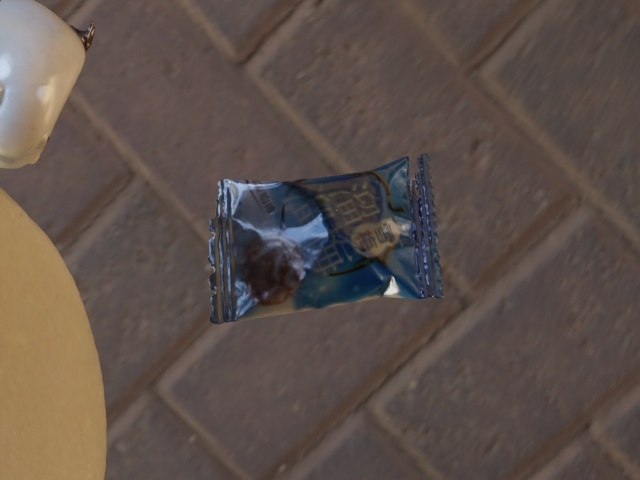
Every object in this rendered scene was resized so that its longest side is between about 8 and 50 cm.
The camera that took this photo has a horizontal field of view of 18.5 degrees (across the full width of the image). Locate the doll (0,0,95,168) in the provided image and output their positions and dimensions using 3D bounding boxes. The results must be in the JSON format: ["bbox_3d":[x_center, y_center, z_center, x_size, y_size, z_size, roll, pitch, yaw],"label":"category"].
[{"bbox_3d":[-0.234,-0.107,1.189,0.180,0.110,0.107,13,81,-13],"label":"doll"}]

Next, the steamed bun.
[{"bbox_3d":[-0.254,0.092,1.042,0.177,0.283,0.283,-13,104,28],"label":"steamed bun"}]

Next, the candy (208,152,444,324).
[{"bbox_3d":[0.000,-0.001,1.133,0.136,0.038,0.088,-7,77,7],"label":"candy"}]
